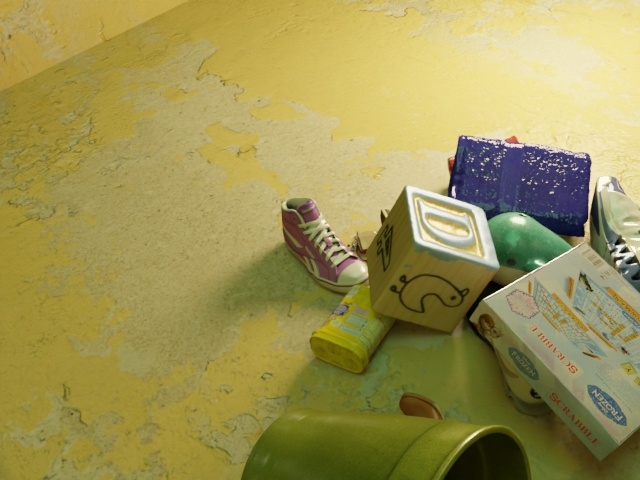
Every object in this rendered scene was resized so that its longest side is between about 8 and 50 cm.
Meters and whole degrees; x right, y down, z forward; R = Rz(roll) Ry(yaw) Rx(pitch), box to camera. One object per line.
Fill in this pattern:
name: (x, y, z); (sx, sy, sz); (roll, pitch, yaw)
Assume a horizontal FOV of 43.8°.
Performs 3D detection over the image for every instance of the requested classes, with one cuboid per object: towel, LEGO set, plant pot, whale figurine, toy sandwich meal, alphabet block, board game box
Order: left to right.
LEGO set: (0.087, 0.003, 1.860); (0.054, 0.023, 0.083); (-8, 42, 5)
plant pot: (0.074, 0.412, 1.201); (0.353, 0.367, 0.366); (10, 45, 39)
toy sandwich meal: (0.116, 0.017, 1.818); (0.085, 0.029, 0.086); (2, 56, -4)
alphabet block: (0.219, 0.038, 1.613); (0.192, 0.197, 0.193); (16, 39, -13)
towel: (0.446, -0.119, 1.798); (0.308, 0.076, 0.228); (9, 61, 10)
whale figurine: (0.455, 0.022, 1.651); (0.271, 0.141, 0.216); (10, 17, 8)
board game box: (0.480, 0.179, 1.410); (0.318, 0.066, 0.319); (-22, 60, -35)

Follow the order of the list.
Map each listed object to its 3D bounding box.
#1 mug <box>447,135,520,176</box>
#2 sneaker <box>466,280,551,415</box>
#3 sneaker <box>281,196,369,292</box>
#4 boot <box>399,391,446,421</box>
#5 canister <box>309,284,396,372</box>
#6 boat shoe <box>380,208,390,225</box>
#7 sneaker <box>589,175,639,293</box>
mug: (0.402, -0.169, 1.911); (0.169, 0.113, 0.150); (-15, 31, 2)
sneaker: (0.368, 0.161, 1.532); (0.122, 0.146, 0.331); (-17, 40, -3)
sneaker: (-0.001, 0.000, 1.784); (0.102, 0.161, 0.282); (-34, 47, -25)
boot: (0.173, 0.366, 1.406); (0.152, 0.073, 0.197); (-38, 45, -21)
canister: (0.075, 0.177, 1.636); (0.126, 0.073, 0.170); (17, 48, 29)
boat shoe: (0.182, -0.017, 1.843); (0.049, 0.056, 0.152); (-15, 51, -11)
sneaker: (0.676, 0.010, 1.654); (0.182, 0.127, 0.316); (-4, 49, 4)
